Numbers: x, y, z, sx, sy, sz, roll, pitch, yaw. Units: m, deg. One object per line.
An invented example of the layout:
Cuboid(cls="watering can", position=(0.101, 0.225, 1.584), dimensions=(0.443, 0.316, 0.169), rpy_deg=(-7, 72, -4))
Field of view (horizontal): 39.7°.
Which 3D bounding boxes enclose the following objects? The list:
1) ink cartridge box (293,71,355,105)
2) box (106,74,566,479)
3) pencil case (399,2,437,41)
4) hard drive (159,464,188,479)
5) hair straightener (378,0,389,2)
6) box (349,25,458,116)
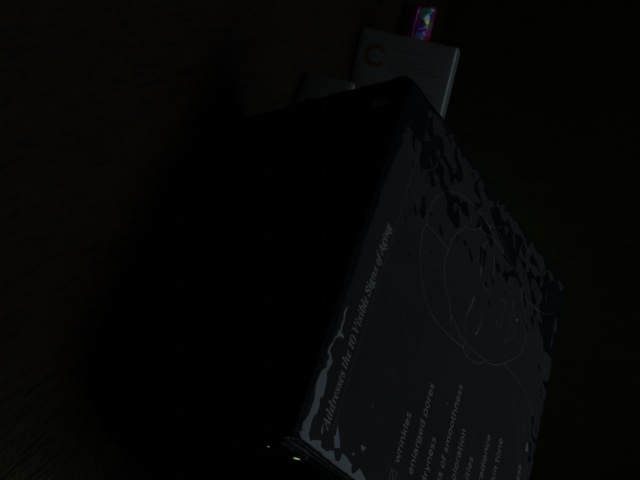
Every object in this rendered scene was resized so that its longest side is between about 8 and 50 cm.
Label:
Cuboid(cls="ink cartridge box", position=(-0.011, -0.153, 1.506), dimensions=(0.154, 0.093, 0.212), rpy_deg=(88, 21, -61))
Cuboid(cls="box", position=(0.063, 0.138, 1.155), dimensions=(0.472, 0.297, 0.480), rpy_deg=(47, 51, -38))
Cuboid(cls="pencil case", position=(0.254, -0.540, 2.465), dimensions=(0.104, 0.104, 0.236), rpy_deg=(9, 94, -81))
Cuboid(cls="hard drive", position=(-0.179, 0.339, 1.364), dimensions=(0.237, 0.064, 0.339), rpy_deg=(-2, 107, -80))
Cuboid(cls="hair straightener", position=(0.160, -0.630, 1.966), dimensions=(0.089, 0.047, 0.230), rpy_deg=(70, 31, -74))
Cuboid(cls="box", position=(0.167, -0.281, 1.987), dimensions=(0.168, 0.215, 0.345), rpy_deg=(-38, 142, -75))
